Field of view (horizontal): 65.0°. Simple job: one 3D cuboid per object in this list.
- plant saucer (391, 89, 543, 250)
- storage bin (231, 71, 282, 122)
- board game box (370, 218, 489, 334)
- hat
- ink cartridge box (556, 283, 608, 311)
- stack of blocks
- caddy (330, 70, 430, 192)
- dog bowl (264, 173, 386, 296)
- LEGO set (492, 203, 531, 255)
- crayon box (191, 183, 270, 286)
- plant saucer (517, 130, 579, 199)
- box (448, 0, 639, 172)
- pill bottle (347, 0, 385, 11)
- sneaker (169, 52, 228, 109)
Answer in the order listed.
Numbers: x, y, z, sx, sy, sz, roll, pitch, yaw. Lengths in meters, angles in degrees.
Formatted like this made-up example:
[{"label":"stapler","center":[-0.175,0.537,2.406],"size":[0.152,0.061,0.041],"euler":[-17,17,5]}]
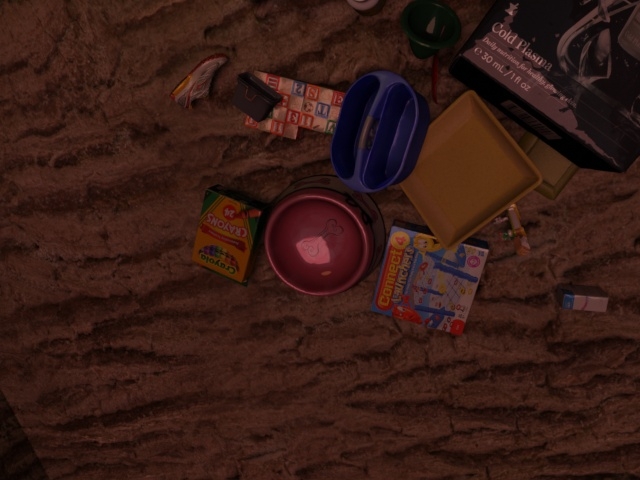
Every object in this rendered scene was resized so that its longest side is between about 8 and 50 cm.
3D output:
[{"label":"plant saucer","center":[0.410,-0.194,1.440],"size":[0.333,0.081,0.332],"euler":[-42,68,30]},{"label":"storage bin","center":[-0.197,-0.415,1.481],"size":[0.135,0.098,0.091],"euler":[36,122,1]},{"label":"board game box","center":[0.344,0.117,1.613],"size":[0.302,0.086,0.308],"euler":[14,109,8]},{"label":"hat","center":[0.294,-0.550,1.451],"size":[0.173,0.183,0.208],"euler":[11,66,-2]},{"label":"ink cartridge box","center":[0.793,0.174,1.524],"size":[0.123,0.088,0.052],"euler":[3,107,12]},{"label":"stack of blocks","center":[-0.068,-0.403,1.547],"size":[0.297,0.087,0.171],"euler":[16,110,8]},{"label":"caddy","center":[0.164,-0.305,1.440],"size":[0.241,0.179,0.341],"euler":[25,110,28]},{"label":"dog bowl","center":[0.000,0.000,1.624],"size":[0.408,0.150,0.407],"euler":[4,107,12]},{"label":"LEGO set","center":[0.526,-0.080,1.486],"size":[0.107,0.132,0.286],"euler":[-20,79,23]},{"label":"crayon box","center":[-0.305,-0.001,1.663],"size":[0.202,0.081,0.318],"euler":[22,114,11]},{"label":"plant saucer","center":[0.657,-0.235,1.454],"size":[0.188,0.045,0.188],"euler":[31,111,2]},{"label":"box","center":[0.656,-0.494,1.222],"size":[0.480,0.297,0.471],"euler":[36,103,1]},{"label":"pill bottle","center":[0.121,-0.677,1.367],"size":[0.103,0.184,0.103],"euler":[4,107,12]},{"label":"sneaker","center":[-0.373,-0.508,1.600],"size":[0.225,0.088,0.093],"euler":[-37,116,20]}]
